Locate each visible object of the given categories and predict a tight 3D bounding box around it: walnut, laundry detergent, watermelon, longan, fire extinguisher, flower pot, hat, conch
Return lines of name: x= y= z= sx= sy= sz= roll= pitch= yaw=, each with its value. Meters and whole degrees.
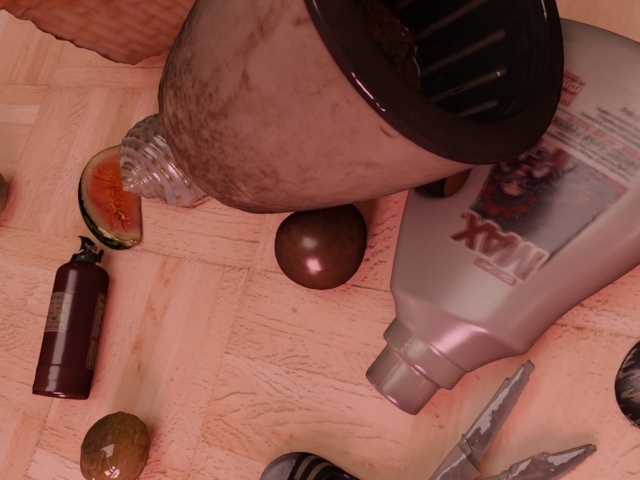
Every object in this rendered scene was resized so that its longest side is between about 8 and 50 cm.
walnut: x=-0.242 y=0.247 z=0.820 sx=0.092 sy=0.092 sz=0.092 roll=-10 pitch=67 yaw=24
laundry detergent: x=0.179 y=-0.014 z=0.685 sx=0.264 sy=0.124 sz=0.398 roll=40 pitch=94 yaw=32
watermelon: x=-0.309 y=-0.061 z=0.977 sx=0.086 sy=0.069 sz=0.163 roll=-23 pitch=64 yaw=19
longan: x=0.000 y=0.000 z=0.782 sx=0.113 sy=0.092 sz=0.114 roll=-7 pitch=69 yaw=19
fire extinguisher: x=-0.333 y=0.095 z=0.935 sx=0.099 sy=0.071 sz=0.231 roll=-23 pitch=57 yaw=49
flower pot: x=0.006 y=-0.163 z=0.655 sx=0.330 sy=0.293 sz=0.294 roll=-22 pitch=58 yaw=50
hat: x=0.316 y=0.123 z=0.601 sx=0.121 sy=0.050 sz=0.121 roll=-10 pitch=68 yaw=26
conch: x=-0.197 y=-0.114 z=0.927 sx=0.153 sy=0.102 sz=0.135 roll=-47 pitch=72 yaw=3

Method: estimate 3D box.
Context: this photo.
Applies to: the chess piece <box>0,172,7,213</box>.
chess piece: x=-0.612 y=-0.071 z=1.107 sx=0.251 sy=0.144 sz=0.145 roll=0 pitch=71 yaw=20

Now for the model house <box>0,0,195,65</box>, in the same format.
model house: x=-0.219 y=-0.522 z=0.907 sx=0.399 sy=0.395 sz=0.446 roll=-11 pitch=74 yaw=28

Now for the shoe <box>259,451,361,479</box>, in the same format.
shoe: x=0.008 y=0.263 z=0.704 sx=0.179 sy=0.049 sz=0.071 roll=14 pitch=77 yaw=30

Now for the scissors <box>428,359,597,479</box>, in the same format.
scissors: x=0.082 y=0.271 z=0.652 sx=0.383 sy=0.029 sz=0.256 roll=-43 pitch=75 yaw=3
